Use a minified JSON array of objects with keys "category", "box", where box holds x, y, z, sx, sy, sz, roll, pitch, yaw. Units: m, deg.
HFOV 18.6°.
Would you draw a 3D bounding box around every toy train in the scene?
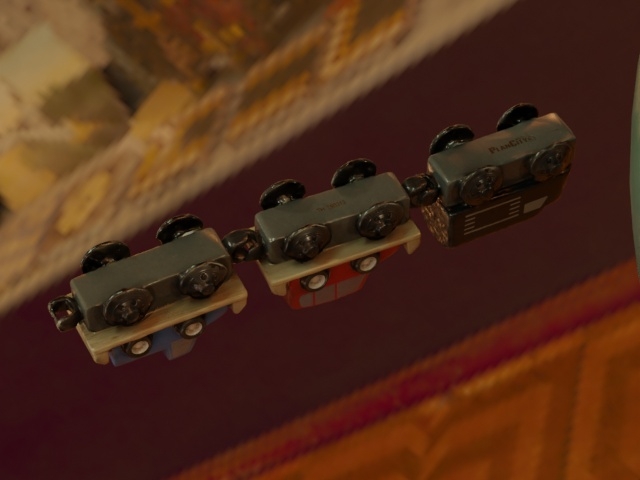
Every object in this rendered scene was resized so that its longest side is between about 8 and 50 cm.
[{"category":"toy train","box":[0.000,0.000,0.550,0.158,0.036,0.027,-19,50,-16]}]

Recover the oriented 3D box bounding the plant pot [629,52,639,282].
[{"category":"plant pot","box":[0.191,-0.014,0.364,0.293,0.293,0.235,-45,-14,12]}]
